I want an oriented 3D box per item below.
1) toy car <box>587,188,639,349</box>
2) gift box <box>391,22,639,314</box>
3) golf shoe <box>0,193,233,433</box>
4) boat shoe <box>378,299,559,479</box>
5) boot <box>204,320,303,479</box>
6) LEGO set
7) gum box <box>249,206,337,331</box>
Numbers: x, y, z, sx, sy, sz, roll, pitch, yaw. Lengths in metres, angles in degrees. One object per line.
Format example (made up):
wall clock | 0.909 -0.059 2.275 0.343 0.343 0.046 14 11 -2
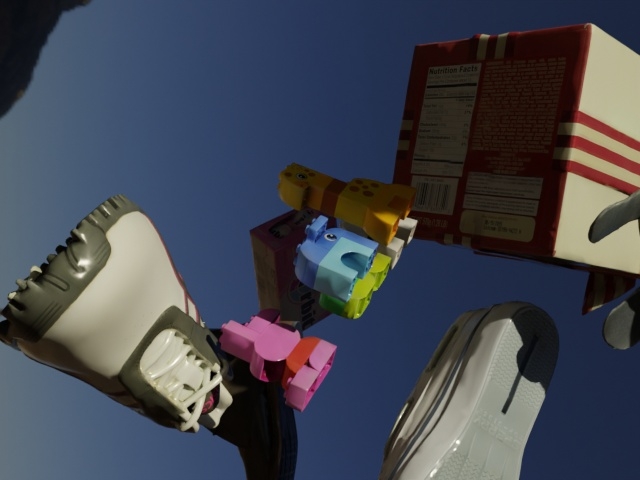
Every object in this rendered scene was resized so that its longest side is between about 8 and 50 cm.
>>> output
toy car | 0.240 -0.009 0.394 0.149 0.188 0.155 -114 -177 -61
gift box | 0.239 -0.068 0.805 0.255 0.258 0.277 17 -83 49
golf shoe | -0.106 0.059 0.452 0.105 0.120 0.273 -52 173 -15
boat shoe | 0.082 0.141 0.462 0.226 0.083 0.075 -53 -161 -23
boot | -0.079 0.188 0.714 0.082 0.106 0.219 49 45 -73
LEGO set | 0.000 0.000 0.505 0.093 0.227 0.087 22 -56 13
gum box | -0.034 0.042 1.023 0.062 0.107 0.189 38 -36 38
